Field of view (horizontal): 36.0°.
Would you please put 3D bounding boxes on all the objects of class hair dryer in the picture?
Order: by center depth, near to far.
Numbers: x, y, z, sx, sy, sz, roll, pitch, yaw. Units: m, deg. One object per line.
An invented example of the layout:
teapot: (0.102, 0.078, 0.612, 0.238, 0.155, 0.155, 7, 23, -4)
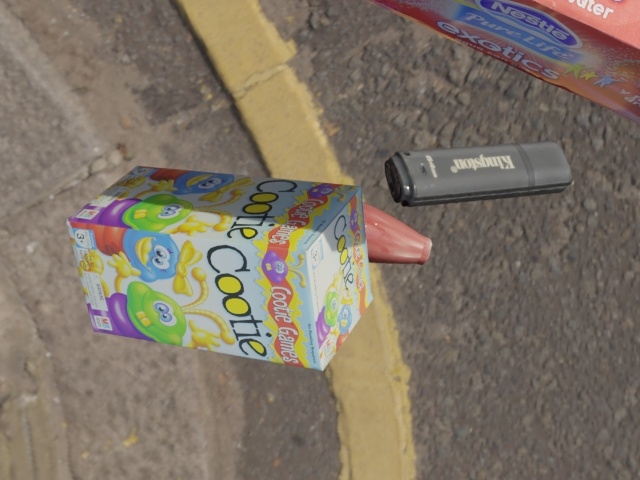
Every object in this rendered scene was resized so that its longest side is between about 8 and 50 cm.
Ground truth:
hair dryer: (0.000, 0.000, 1.285, 0.294, 0.223, 0.080, 1, 69, 22)

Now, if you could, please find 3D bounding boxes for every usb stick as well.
usb stick: (0.211, -0.089, 1.284, 0.045, 0.278, 0.077, -38, 63, 58)

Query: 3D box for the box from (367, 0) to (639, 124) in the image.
box: (0.157, -0.203, 0.654, 0.300, 0.142, 0.154, 25, 87, 0)

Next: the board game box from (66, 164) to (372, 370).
board game box: (-0.103, 0.022, 1.042, 0.275, 0.142, 0.144, 6, 121, 23)
